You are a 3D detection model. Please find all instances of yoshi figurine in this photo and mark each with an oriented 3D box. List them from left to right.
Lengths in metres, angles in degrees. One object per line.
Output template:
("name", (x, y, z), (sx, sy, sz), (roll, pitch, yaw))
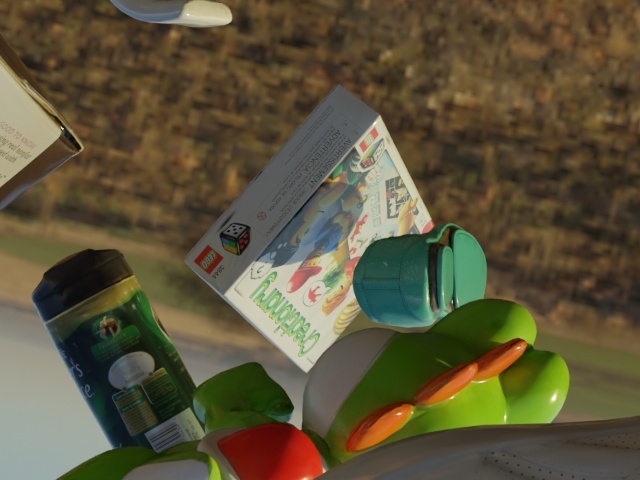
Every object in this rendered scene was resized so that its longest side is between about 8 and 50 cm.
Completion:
("yoshi figurine", (-0.025, 0.157, 0.903), (0.362, 0.203, 0.203), (-26, -160, -22))

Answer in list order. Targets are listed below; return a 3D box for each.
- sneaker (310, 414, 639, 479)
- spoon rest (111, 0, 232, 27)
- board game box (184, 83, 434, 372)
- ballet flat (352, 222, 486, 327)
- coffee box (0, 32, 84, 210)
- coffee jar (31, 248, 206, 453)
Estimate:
("sneaker", (0.093, 0.123, 0.485), (0.293, 0.108, 0.169), (-17, -165, -5))
("spoon rest", (-0.120, -0.267, 1.016), (0.084, 0.276, 0.137), (-9, 177, 31))
("board game box", (0.000, 0.000, 1.418), (0.053, 0.193, 0.305), (40, 176, 20))
("ballet flat", (0.075, 0.026, 1.286), (0.087, 0.083, 0.247), (1, 179, 14))
("coffee box", (-0.270, -0.024, 0.639), (0.168, 0.297, 0.119), (52, 177, 19))
("coffee jar", (-0.146, 0.093, 1.205), (0.079, 0.184, 0.096), (-29, -179, -7))
